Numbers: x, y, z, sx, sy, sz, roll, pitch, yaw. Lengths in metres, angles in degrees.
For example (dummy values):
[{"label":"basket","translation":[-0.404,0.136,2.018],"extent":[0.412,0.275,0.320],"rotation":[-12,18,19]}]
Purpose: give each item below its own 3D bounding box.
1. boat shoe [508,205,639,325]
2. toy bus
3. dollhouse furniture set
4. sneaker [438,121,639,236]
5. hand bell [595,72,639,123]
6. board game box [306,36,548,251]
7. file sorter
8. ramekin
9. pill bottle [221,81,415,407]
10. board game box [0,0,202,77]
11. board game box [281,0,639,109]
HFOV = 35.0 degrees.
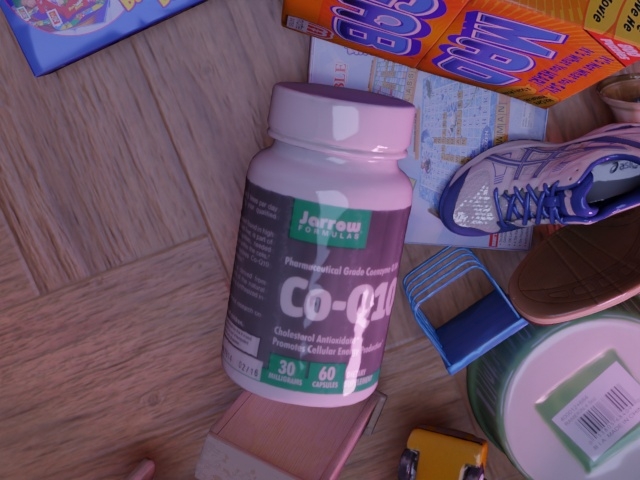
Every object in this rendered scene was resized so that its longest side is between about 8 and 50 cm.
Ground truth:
[{"label":"boat shoe","translation":[0.384,0.032,1.298],"extent":[0.342,0.123,0.123],"rotation":[-29,145,-21]},{"label":"toy bus","translation":[0.156,0.420,1.385],"extent":[0.108,0.130,0.333],"rotation":[11,93,21]},{"label":"dollhouse furniture set","translation":[-0.085,0.382,1.376],"extent":[0.362,0.256,0.394],"rotation":[25,117,11]},{"label":"sneaker","translation":[0.286,-0.068,1.252],"extent":[0.296,0.131,0.112],"rotation":[-19,109,14]},{"label":"hand bell","translation":[0.434,-0.091,1.361],"extent":[0.126,0.126,0.242],"rotation":[-7,115,0]},{"label":"board game box","translation":[0.135,-0.154,1.340],"extent":[0.318,0.066,0.319],"rotation":[4,103,-3]},{"label":"file sorter","translation":[0.182,0.082,1.343],"extent":[0.118,0.170,0.104],"rotation":[-36,99,6]},{"label":"ramekin","translation":[0.362,0.206,1.387],"extent":[0.303,0.148,0.303],"rotation":[0,103,-2]},{"label":"pill bottle","translation":[0.000,0.000,1.233],"extent":[0.204,0.204,0.361],"rotation":[8,104,-4]},{"label":"board game box","translation":[-0.247,-0.383,1.268],"extent":[0.347,0.078,0.233],"rotation":[-24,103,3]},{"label":"board game box","translation":[0.179,-0.387,1.098],"extent":[0.356,0.356,0.357],"rotation":[17,88,-3]}]
